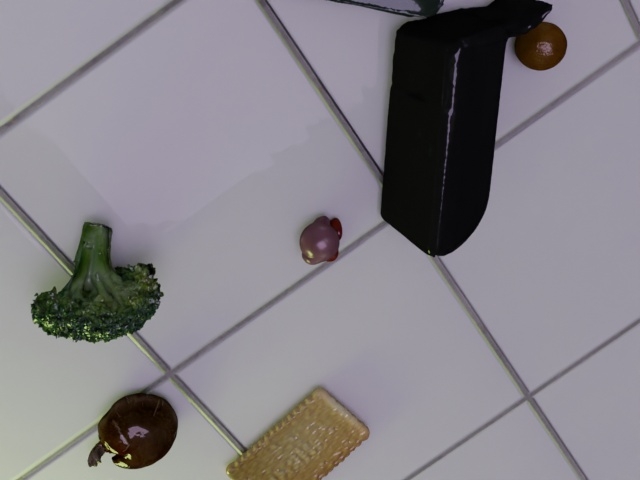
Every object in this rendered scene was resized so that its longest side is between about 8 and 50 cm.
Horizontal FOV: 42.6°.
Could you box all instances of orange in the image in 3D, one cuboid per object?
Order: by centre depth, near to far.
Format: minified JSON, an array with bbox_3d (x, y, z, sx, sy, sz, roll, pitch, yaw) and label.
[{"bbox_3d":[0.356,-0.315,1.327,0.085,0.085,0.085,-4,112,-11],"label":"orange"}]

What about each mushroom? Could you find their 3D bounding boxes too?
[{"bbox_3d":[-0.333,0.343,1.435,0.171,0.080,0.135,-34,105,-1],"label":"mushroom"}]

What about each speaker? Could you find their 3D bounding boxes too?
[{"bbox_3d":[0.223,-0.185,1.296,0.184,0.180,0.388,-7,116,-23],"label":"speaker"}]

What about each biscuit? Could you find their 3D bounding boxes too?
[{"bbox_3d":[-0.041,0.397,1.548,0.250,0.030,0.160,-43,114,6],"label":"biscuit"}]

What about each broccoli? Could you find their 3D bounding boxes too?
[{"bbox_3d":[-0.352,0.066,1.288,0.220,0.194,0.194,-1,114,13],"label":"broccoli"}]

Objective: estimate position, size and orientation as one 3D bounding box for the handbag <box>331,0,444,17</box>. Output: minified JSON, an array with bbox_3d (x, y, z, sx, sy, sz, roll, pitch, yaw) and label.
[{"bbox_3d":[0.077,-0.466,1.200,0.260,0.079,0.247,7,110,-14],"label":"handbag"}]

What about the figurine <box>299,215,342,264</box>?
[{"bbox_3d":[0.000,0.000,1.377,0.071,0.067,0.083,1,96,-34],"label":"figurine"}]
